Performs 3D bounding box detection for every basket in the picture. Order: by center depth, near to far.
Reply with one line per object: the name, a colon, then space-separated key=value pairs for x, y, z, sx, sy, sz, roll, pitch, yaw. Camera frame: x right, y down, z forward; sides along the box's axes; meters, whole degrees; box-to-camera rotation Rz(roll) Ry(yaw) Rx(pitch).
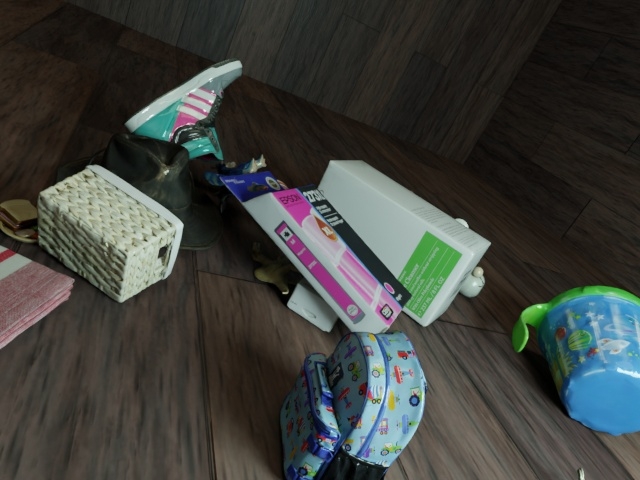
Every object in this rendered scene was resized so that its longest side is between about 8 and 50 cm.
basket: x=-0.295 y=-0.009 z=0.651 sx=0.167 sy=0.113 sz=0.103 roll=33 pitch=38 yaw=8

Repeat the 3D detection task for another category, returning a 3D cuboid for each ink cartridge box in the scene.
ink cartridge box: x=0.000 y=0.000 z=0.822 sx=0.371 sy=0.069 sz=0.176 roll=47 pitch=24 yaw=8
ink cartridge box: x=0.006 y=0.098 z=0.836 sx=0.089 sy=0.052 sz=0.122 roll=31 pitch=24 yaw=8

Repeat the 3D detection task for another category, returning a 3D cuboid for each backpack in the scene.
backpack: x=0.038 y=0.183 z=0.536 sx=0.117 sy=0.173 sz=0.158 roll=20 pitch=25 yaw=-16

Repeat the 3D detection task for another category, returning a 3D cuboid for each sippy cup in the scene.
sippy cup: x=0.559 y=0.244 z=0.928 sx=0.240 sy=0.306 sz=0.224 roll=67 pitch=29 yaw=-19

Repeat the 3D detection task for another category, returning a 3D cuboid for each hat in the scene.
hat: x=-0.308 y=-0.118 z=0.856 sx=0.331 sy=0.134 sz=0.331 roll=23 pitch=23 yaw=-10

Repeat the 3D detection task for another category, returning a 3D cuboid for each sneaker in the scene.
sneaker: x=-0.255 y=-0.263 z=1.031 sx=0.178 sy=0.295 sz=0.124 roll=57 pitch=-22 yaw=-21

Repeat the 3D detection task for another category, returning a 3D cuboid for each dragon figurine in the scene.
dragon figurine: x=-0.185 y=-0.113 z=0.967 sx=0.144 sy=0.085 sz=0.289 roll=-17 pitch=21 yaw=10

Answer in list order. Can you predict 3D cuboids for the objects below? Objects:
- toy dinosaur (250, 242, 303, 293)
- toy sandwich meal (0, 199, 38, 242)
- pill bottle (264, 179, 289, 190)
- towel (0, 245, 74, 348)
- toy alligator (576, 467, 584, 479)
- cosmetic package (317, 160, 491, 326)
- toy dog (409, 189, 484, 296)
toy dinosaur: x=-0.071 y=0.063 z=0.851 sx=0.093 sy=0.053 sz=0.183 roll=-6 pitch=29 yaw=-27
toy sandwich meal: x=-0.420 y=-0.029 z=0.677 sx=0.086 sy=0.029 sz=0.085 roll=22 pitch=23 yaw=-10
pill bottle: x=-0.087 y=-0.066 z=1.036 sx=0.086 sy=0.086 sz=0.152 roll=10 pitch=28 yaw=-34
towel: x=-0.473 y=0.040 z=0.476 sx=0.329 sy=0.037 sz=0.237 roll=25 pitch=25 yaw=0
toy alligator: x=0.334 y=0.371 z=0.617 sx=0.051 sy=0.056 sz=0.190 roll=-9 pitch=12 yaw=23
cosmetic package: x=0.154 y=-0.009 z=1.037 sx=0.366 sy=0.197 sz=0.155 roll=35 pitch=25 yaw=23
toy dog: x=0.284 y=-0.011 z=1.184 sx=0.334 sy=0.161 sz=0.220 roll=22 pitch=52 yaw=-1
